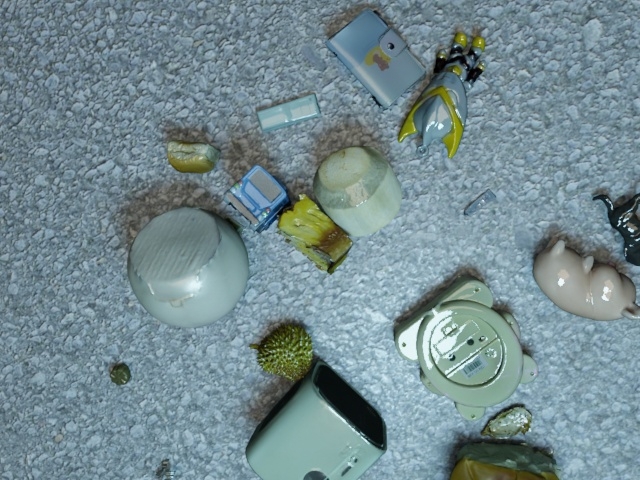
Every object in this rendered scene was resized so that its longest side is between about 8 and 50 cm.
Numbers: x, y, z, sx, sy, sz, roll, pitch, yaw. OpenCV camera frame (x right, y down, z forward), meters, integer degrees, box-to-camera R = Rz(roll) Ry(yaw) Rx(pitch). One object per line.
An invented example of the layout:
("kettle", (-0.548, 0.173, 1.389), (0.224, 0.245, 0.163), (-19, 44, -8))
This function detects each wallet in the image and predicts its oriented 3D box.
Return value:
("wallet", (0.141, -0.457, 1.401), (0.170, 0.069, 0.231), (-43, 94, -10))

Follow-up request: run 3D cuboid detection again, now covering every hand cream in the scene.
("hand cream", (0.405, -0.093, 1.425), (0.093, 0.019, 0.030), (-38, 91, 5))

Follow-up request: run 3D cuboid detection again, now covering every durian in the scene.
("durian", (-0.111, 0.276, 1.450), (0.208, 0.102, 0.146), (1, 57, 39))

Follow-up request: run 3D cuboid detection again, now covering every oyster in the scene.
("oyster", (0.483, 0.472, 1.451), (0.132, 0.029, 0.086), (-4, 88, 9))

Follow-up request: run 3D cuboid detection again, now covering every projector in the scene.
("projector", (-0.006, 0.489, 1.390), (0.248, 0.248, 0.249), (43, 97, 2))

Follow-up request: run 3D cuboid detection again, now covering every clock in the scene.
("clock", (0.369, 0.275, 1.411), (0.284, 0.114, 0.309), (-39, 92, 5))

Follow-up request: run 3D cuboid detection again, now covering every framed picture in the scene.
("framed picture", (-0.251, -0.016, 1.501), (0.066, 0.006, 0.089), (36, 96, 3))

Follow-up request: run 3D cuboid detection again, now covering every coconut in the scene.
("coconut", (0.095, -0.115, 1.369), (0.202, 0.222, 0.202), (-13, 53, 18))

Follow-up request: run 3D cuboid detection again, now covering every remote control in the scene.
("remote control", (-0.083, -0.332, 1.451), (0.162, 0.029, 0.061), (-17, 94, 6))

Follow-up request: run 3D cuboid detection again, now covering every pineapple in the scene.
("pineapple", (0.000, 0.000, 1.385), (0.114, 0.186, 0.236), (-50, 121, -9))

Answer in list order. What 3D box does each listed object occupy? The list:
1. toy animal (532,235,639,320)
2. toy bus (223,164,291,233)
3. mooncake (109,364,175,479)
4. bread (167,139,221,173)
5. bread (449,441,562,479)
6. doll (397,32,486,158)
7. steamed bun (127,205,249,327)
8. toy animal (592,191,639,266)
("toy animal", (0.636, 0.107, 1.346), (0.250, 0.166, 0.154), (28, 105, 10))
("toy bus", (-0.146, -0.100, 1.376), (0.116, 0.234, 0.133), (44, 89, 1))
("mooncake", (-0.492, 0.511, 1.544), (0.150, 0.057, 0.347), (-43, 83, 20))
("bread", (-0.333, -0.215, 1.446), (0.125, 0.106, 0.082), (5, 94, 8))
("bread", (0.448, 0.642, 1.368), (0.279, 0.225, 0.250), (5, 93, 10))
("doll", (0.313, -0.352, 1.375), (0.145, 0.103, 0.316), (24, 89, 1))
("steamed bun", (-0.316, 0.088, 1.400), (0.309, 0.309, 0.309), (0, 94, 6))
("toy animal", (0.777, -0.037, 1.359), (0.148, 0.084, 0.233), (-38, 93, 8))
